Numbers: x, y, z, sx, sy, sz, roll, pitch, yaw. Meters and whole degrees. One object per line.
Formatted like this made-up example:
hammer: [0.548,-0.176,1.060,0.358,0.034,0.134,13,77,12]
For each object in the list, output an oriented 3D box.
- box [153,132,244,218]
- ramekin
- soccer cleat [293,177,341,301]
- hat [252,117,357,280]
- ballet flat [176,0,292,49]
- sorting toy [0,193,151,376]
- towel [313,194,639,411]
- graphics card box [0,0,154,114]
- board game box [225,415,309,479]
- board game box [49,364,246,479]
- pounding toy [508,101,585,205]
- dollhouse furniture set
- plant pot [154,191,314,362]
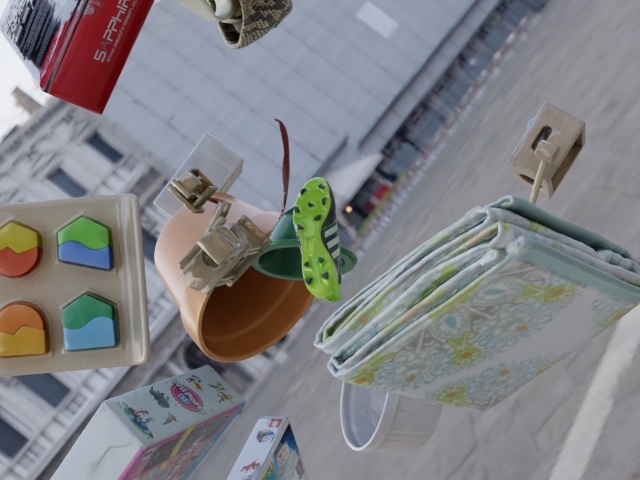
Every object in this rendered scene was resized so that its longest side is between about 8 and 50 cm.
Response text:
box: [-0.234,-0.105,1.882,0.170,0.091,0.130,-55,2,-8]
ramekin: [0.121,0.252,1.606,0.207,0.109,0.207,-167,90,-73]
soccer cleat: [0.000,0.000,1.338,0.072,0.060,0.178,47,-144,-59]
hat: [-0.023,-0.053,1.537,0.208,0.173,0.183,134,141,-63]
ballet flat: [-0.207,-0.494,1.514,0.164,0.482,0.182,23,65,44]
sorting toy: [-0.297,0.050,1.077,0.038,0.208,0.192,44,-139,-87]
towel: [0.219,0.094,1.254,0.374,0.090,0.320,20,-50,-43]
graphics card box: [-0.332,-0.337,1.327,0.232,0.094,0.371,-63,35,10]
board game box: [-0.092,0.418,1.352,0.305,0.053,0.193,-59,-40,-52]
board game box: [-0.270,0.324,1.482,0.224,0.097,0.303,-53,-14,17]
pounding toy: [0.383,-0.149,1.722,0.181,0.094,0.206,-57,-19,-2]
dollhouse furniture set: [-0.177,-0.013,1.304,0.101,0.161,0.182,-47,-8,11]
plant pot: [-0.164,0.046,1.759,0.291,0.203,0.290,-32,-37,-29]
